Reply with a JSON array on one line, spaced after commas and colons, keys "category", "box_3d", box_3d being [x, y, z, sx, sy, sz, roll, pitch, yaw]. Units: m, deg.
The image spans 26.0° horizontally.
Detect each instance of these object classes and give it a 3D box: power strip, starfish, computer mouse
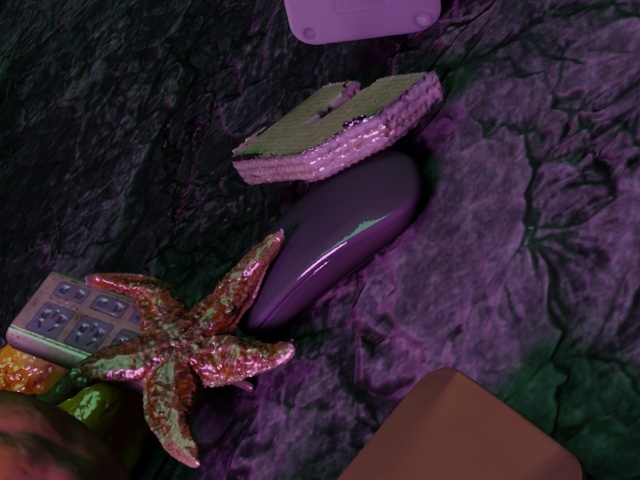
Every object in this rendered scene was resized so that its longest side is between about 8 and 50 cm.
[{"category": "power strip", "box_3d": [0.081, -0.311, 1.416, 0.261, 0.229, 0.141, -6, 44, 6]}, {"category": "power strip", "box_3d": [-0.178, 0.102, 1.334, 0.268, 0.034, 0.092, 17, 54, 24]}, {"category": "starfish", "box_3d": [-0.130, 0.098, 1.262, 0.277, 0.062, 0.236, -31, 52, -5]}, {"category": "computer mouse", "box_3d": [-0.001, -0.001, 1.306, 0.232, 0.057, 0.120, -38, 29, 20]}]

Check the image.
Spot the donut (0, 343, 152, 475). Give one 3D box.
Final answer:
[{"category": "donut", "box_3d": [-0.265, 0.184, 1.419, 0.253, 0.118, 0.253, -21, 41, 20]}]

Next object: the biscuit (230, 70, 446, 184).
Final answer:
[{"category": "biscuit", "box_3d": [0.014, -0.113, 1.387, 0.147, 0.046, 0.250, -39, 17, -20]}]

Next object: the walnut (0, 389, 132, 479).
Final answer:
[{"category": "walnut", "box_3d": [-0.291, 0.273, 1.174, 0.285, 0.285, 0.296, -6, 44, 53]}]

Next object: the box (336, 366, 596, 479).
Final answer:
[{"category": "box", "box_3d": [0.103, 0.184, 0.885, 0.144, 0.090, 0.201, -52, 27, -3]}]
